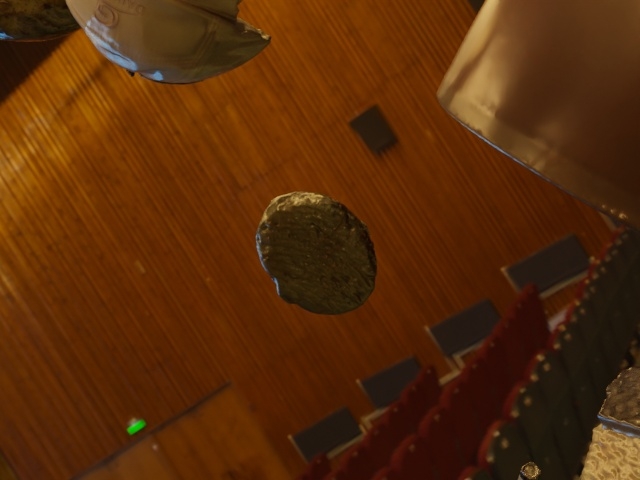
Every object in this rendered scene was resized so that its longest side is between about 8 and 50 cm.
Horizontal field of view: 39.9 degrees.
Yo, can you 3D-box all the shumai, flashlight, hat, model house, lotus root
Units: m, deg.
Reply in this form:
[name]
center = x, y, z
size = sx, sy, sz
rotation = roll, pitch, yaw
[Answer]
[shumai]
center = 0.001, 0.000, 0.815
size = 0.098, 0.124, 0.087
rotation = -21, 22, 15
[flashlight]
center = 0.225, 0.269, 0.966
size = 0.018, 0.018, 0.083
rotation = -29, -34, -17
[hat]
center = -0.168, -0.225, 0.799
size = 0.164, 0.219, 0.226
rotation = -57, -4, 11
[model house]
center = 0.544, 0.319, 1.266
size = 0.298, 0.284, 0.243
rotation = 15, 0, -30
[lotus root]
center = -0.319, -0.302, 0.994
size = 0.278, 0.154, 0.154
rotation = 5, 13, 18

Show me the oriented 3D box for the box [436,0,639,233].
[box]
center = 0.258, -0.135, 0.614
size = 0.216, 0.300, 0.301
rotation = -67, -14, 21
